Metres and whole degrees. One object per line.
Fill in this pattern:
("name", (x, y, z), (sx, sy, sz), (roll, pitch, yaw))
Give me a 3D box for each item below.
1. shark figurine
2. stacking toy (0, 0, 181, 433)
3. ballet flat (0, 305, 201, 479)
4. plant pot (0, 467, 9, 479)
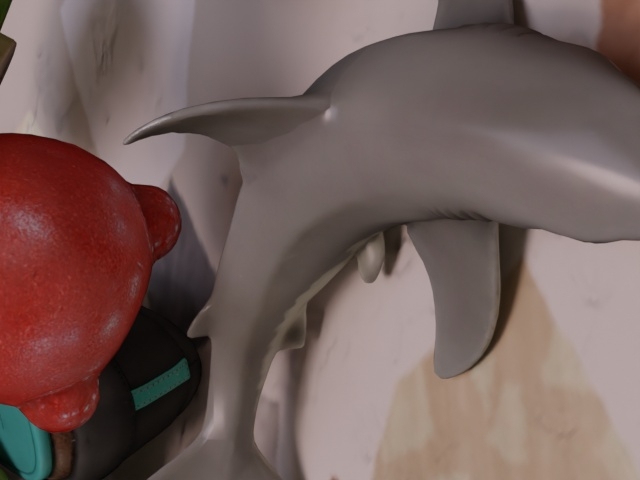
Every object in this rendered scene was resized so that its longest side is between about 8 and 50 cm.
("shark figurine", (-0.016, -0.001, 0.517), (0.278, 0.116, 0.166), (-49, 48, 42))
("stacking toy", (-0.088, -0.091, 0.629), (0.309, 0.130, 0.279), (-63, 9, 2))
("ballet flat", (-0.150, 0.042, 0.734), (0.280, 0.096, 0.095), (19, 123, 47))
("plant pot", (-0.227, 0.195, 0.659), (0.276, 0.254, 0.276), (37, 154, 21))
